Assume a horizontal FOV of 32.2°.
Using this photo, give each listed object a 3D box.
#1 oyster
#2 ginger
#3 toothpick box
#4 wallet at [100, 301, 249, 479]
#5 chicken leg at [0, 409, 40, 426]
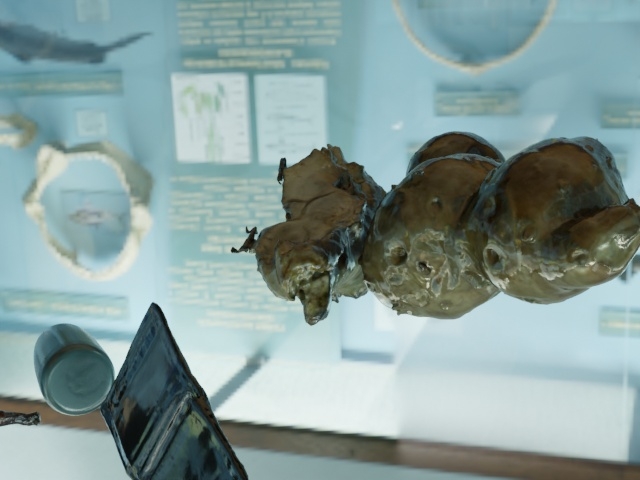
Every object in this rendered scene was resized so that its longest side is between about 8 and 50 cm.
[{"bbox_3d":[-0.001,-0.008,1.336,0.133,0.198,0.337,-18,-170,24],"label":"oyster"},{"bbox_3d":[0.193,-0.023,1.173,0.256,0.176,0.375,-45,-157,-22],"label":"ginger"},{"bbox_3d":[-0.414,0.205,1.837,0.120,0.120,0.184,-8,-164,-20],"label":"toothpick box"},{"bbox_3d":[-0.205,0.276,1.497,0.041,0.247,0.323,-1,-136,-36],"label":"wallet"},{"bbox_3d":[-0.599,0.309,1.934,0.205,0.053,0.093,9,177,2],"label":"chicken leg"}]
